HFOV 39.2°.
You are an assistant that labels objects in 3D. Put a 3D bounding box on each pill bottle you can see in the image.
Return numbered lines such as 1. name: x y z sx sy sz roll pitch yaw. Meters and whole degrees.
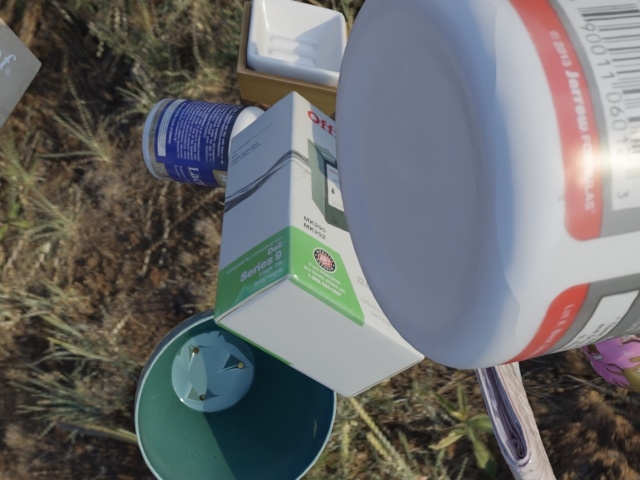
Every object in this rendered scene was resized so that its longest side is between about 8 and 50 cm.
1. pill bottle: -0.172 -0.170 1.614 0.264 0.153 0.153 9 84 21
2. pill bottle: 0.209 -0.061 0.514 0.362 0.210 0.210 -9 76 -20

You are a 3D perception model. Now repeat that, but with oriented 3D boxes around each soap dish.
1. soap dish: -0.058 -0.385 1.871 0.228 0.118 0.291 10 42 -10

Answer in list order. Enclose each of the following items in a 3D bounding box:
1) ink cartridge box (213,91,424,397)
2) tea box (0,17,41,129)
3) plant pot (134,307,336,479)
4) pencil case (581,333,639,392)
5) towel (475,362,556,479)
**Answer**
1. ink cartridge box: 0.000 0.000 1.037 0.121 0.211 0.289 -34 39 31
2. tea box: -0.432 -0.150 0.576 0.323 0.329 0.220 10 64 30
3. plant pot: -0.145 0.225 1.353 0.290 0.195 0.290 -3 100 -18
4. pencil case: 0.311 0.000 1.005 0.167 0.386 0.160 -42 28 -13
5. towel: 0.297 0.257 1.387 0.053 0.332 0.317 -21 52 12
